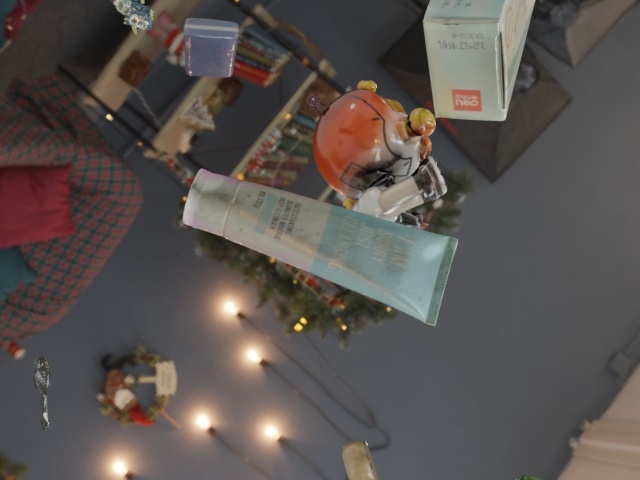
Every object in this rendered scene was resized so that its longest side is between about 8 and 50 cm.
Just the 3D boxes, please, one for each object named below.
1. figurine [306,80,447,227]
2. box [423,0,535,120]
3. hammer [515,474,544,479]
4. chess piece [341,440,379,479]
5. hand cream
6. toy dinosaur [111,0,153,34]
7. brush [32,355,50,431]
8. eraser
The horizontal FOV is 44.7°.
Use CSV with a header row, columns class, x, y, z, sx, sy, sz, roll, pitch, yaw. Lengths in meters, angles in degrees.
class,x,y,z,sx,sy,sz,roll,pitch,yaw
figurine,0.097,-0.158,1.526,0.196,0.323,0.320,-1,144,-33
box,0.182,-0.267,0.839,0.135,0.079,0.269,72,32,-49
hammer,0.382,0.412,1.005,0.119,0.335,0.206,-56,-174,-13
chess piece,0.058,0.322,1.085,0.038,0.084,0.083,-17,177,1
hand cream,0.000,0.000,0.893,0.070,0.312,0.111,107,0,-70
toy dinosaur,-0.267,-0.326,1.095,0.030,0.083,0.047,-46,160,28
brush,-0.308,0.170,0.864,0.008,0.083,0.024,-7,176,27
eraser,-0.177,-0.305,1.253,0.225,0.082,0.036,149,-57,-80
